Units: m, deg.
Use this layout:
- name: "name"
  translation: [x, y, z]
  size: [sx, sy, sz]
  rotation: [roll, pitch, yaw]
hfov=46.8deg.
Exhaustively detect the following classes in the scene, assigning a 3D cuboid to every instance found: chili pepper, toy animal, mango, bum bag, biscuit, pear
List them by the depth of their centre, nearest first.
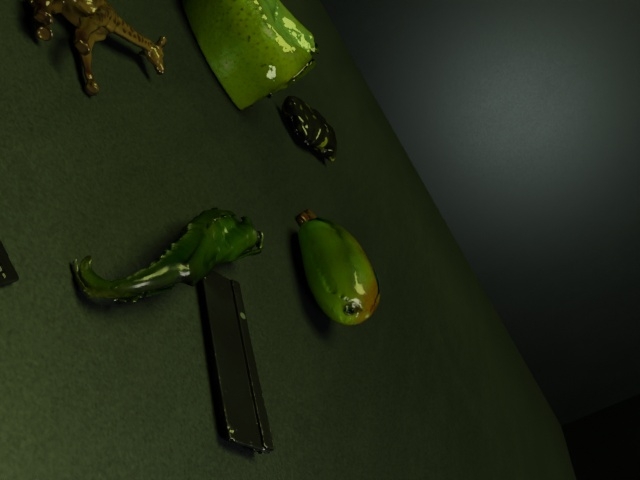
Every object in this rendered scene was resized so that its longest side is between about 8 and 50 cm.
- name: "chili pepper"
  translation: [-0.142, 0.007, 0.824]
  size: [0.085, 0.076, 0.359]
  rotation: [45, 14, 4]
- name: "toy animal"
  translation: [-0.272, -0.264, 0.923]
  size: [0.149, 0.054, 0.275]
  rotation: [61, 15, -12]
- name: "mango"
  translation: [0.027, 0.047, 1.227]
  size: [0.233, 0.111, 0.125]
  rotation: [61, -3, 48]
- name: "biscuit"
  translation: [0.000, 0.000, 1.370]
  size: [0.119, 0.019, 0.130]
  rotation: [24, 41, -65]
- name: "pear"
  translation: [-0.136, -0.410, 1.392]
  size: [0.292, 0.159, 0.292]
  rotation: [50, 20, -25]
- name: "bum bag"
  translation: [-0.012, -0.245, 1.666]
  size: [0.232, 0.060, 0.107]
  rotation: [24, 49, -62]

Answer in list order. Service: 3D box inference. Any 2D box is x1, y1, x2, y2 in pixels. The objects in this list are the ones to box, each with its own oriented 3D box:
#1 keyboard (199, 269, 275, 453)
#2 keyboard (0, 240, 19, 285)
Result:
- name: "keyboard"
  translation: [-0.103, 0.131, 0.843]
  size: [0.072, 0.023, 0.231]
  rotation: [33, 31, -46]
- name: "keyboard"
  translation: [-0.285, -0.032, 0.572]
  size: [0.155, 0.010, 0.053]
  rotation: [61, 15, -2]
